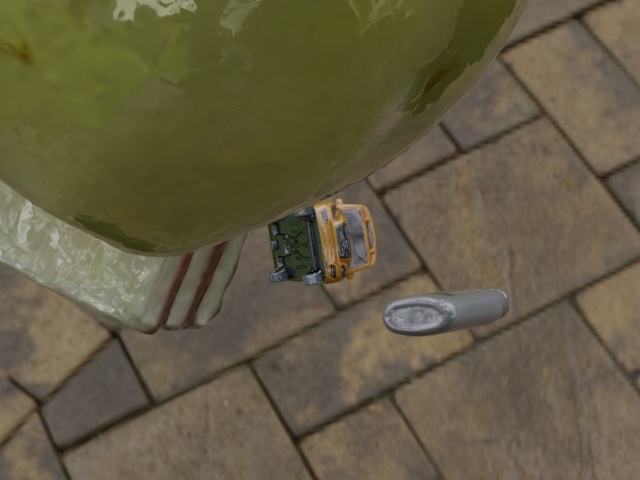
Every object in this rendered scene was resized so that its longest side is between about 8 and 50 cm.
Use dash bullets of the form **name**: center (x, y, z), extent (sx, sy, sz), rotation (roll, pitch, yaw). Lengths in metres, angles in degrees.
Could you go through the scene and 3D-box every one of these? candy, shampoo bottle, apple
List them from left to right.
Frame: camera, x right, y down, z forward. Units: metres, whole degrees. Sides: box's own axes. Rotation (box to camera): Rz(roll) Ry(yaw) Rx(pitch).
- **candy**: center (-0.201, -0.077, 1.014), extent (0.320, 0.135, 0.179), rotation (26, 97, 20)
- **apple**: center (-0.033, -0.096, 0.416), extent (0.200, 0.200, 0.200), rotation (-4, 57, 6)
- **shampoo bottle**: center (0.129, 0.066, 1.364), extent (0.080, 0.165, 0.040), rotation (-6, 88, 33)

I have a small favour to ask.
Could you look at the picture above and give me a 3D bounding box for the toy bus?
- **toy bus**: center (0.000, 0.000, 1.503), extent (0.088, 0.194, 0.083), rotation (-9, 93, -17)
